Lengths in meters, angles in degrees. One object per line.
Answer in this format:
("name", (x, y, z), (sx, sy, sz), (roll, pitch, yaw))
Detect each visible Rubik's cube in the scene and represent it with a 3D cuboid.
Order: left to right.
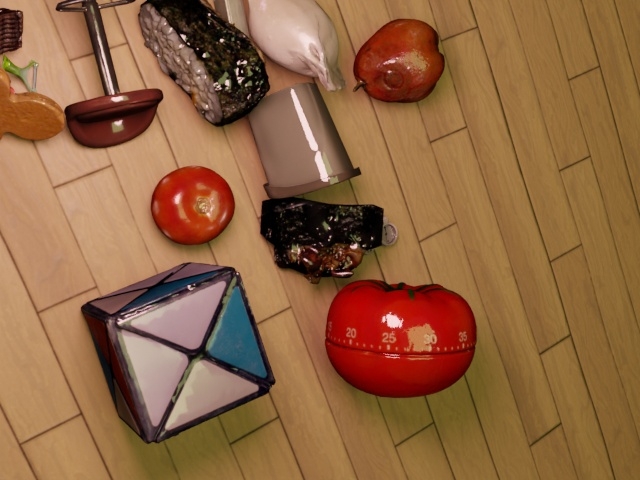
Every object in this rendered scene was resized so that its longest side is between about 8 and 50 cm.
("Rubik's cube", (-0.318, 0.229, 1.700), (0.310, 0.307, 0.305), (-20, 98, -27))

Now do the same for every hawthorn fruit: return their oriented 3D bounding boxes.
("hawthorn fruit", (0.191, -0.457, 2.001), (0.261, 0.224, 0.224), (-22, 101, -12))

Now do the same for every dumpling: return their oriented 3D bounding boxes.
("dumpling", (-0.056, -0.511, 1.872), (0.341, 0.260, 0.181), (30, 107, 16))

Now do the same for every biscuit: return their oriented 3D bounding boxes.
("biscuit", (-0.699, -0.283, 1.571), (0.340, 0.216, 0.047), (7, 53, -20))

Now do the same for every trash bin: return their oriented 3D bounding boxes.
("trash bin", (-0.051, -0.237, 1.866), (0.219, 0.220, 0.250), (-19, 94, 15))

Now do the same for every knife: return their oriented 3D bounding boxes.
("knife", (-0.635, -0.355, 1.614), (0.023, 0.166, 0.078), (-1, 90, 4))

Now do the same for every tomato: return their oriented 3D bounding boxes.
("tomato", (-0.301, -0.081, 1.797), (0.195, 0.136, 0.195), (-1, 92, -30))

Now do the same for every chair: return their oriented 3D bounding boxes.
("chair", (-0.470, -0.407, 1.653), (0.227, 0.227, 0.400), (-16, 100, -26))

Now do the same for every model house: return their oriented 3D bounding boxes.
("model house", (-0.717, -0.405, 1.600), (0.164, 0.141, 0.203), (-1, 114, -48))

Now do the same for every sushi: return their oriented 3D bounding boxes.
("sushi", (-0.260, -0.427, 1.744), (0.171, 0.211, 0.350), (-37, 78, -24))
("sushi", (0.001, 0.000, 1.934), (0.227, 0.216, 0.212), (0, 97, -48))

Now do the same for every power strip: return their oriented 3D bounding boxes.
("power strip", (-0.223, -0.577, 1.854), (0.052, 0.078, 0.272), (-15, 98, -27))

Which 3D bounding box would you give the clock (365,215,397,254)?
("clock", (0.151, -0.013, 2.083), (0.129, 0.041, 0.087), (-31, 109, -28))

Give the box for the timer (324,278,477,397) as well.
("timer", (0.200, 0.242, 1.926), (0.378, 0.378, 0.279), (0, 92, -27))
